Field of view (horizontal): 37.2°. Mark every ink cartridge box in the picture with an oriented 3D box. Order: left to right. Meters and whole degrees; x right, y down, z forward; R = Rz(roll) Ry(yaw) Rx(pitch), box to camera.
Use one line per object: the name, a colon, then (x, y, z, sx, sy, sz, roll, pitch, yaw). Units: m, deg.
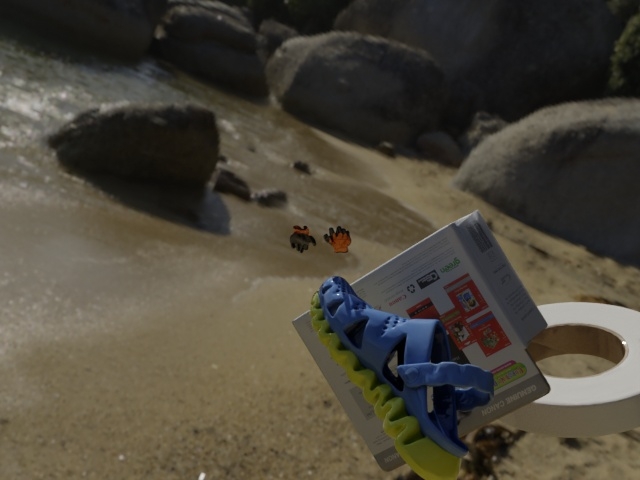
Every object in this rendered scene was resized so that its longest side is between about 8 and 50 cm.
ink cartridge box: (0.161, 0.153, 1.416, 0.272, 0.309, 0.130, 60, 28, 5)

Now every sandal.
sandal: (0.104, 0.146, 1.174, 0.317, 0.138, 0.126, 49, 9, 37)

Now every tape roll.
tape roll: (0.475, 0.232, 1.788, 0.392, 0.072, 0.392, -8, 22, 3)

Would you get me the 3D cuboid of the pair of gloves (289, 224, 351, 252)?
pair of gloves: (0.000, 0.000, 1.280, 0.083, 0.010, 0.074, 1, -25, 1)
